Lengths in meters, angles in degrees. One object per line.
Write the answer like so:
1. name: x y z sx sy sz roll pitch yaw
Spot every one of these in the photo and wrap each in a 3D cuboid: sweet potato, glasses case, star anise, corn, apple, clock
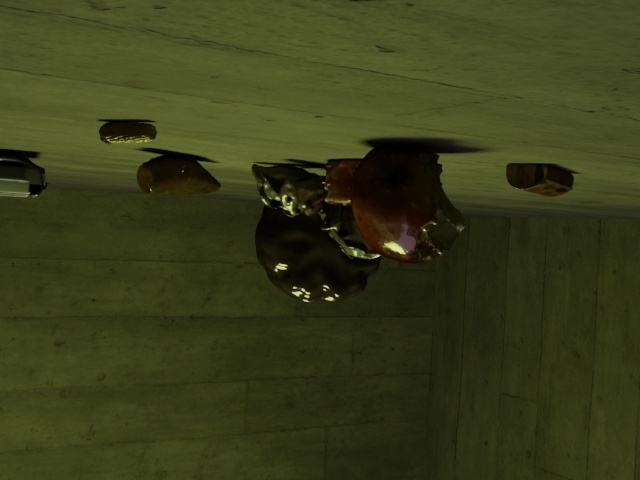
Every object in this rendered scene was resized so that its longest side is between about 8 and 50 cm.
1. sweet potato: -0.245 -0.117 1.498 0.077 0.077 0.243 3 -174 23
2. glasses case: 0.354 -0.095 1.357 0.064 0.041 0.170 3 179 30
3. star anise: -0.008 -0.064 1.555 0.257 0.111 0.198 26 -165 -24
4. corn: -0.240 -0.132 1.045 0.083 0.028 0.027 3 -172 23
5. apple: 0.109 -0.056 1.160 0.147 0.156 0.158 3 151 34
6. clock: -0.655 -0.132 1.634 0.253 0.083 0.186 3 -179 -21

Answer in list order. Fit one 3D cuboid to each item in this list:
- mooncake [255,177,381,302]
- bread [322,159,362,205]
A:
1. mooncake: 0.000 0.000 1.845 0.282 0.283 0.141 3 179 -12
2. bread: 0.081 -0.094 1.433 0.160 0.073 0.160 4 180 0
